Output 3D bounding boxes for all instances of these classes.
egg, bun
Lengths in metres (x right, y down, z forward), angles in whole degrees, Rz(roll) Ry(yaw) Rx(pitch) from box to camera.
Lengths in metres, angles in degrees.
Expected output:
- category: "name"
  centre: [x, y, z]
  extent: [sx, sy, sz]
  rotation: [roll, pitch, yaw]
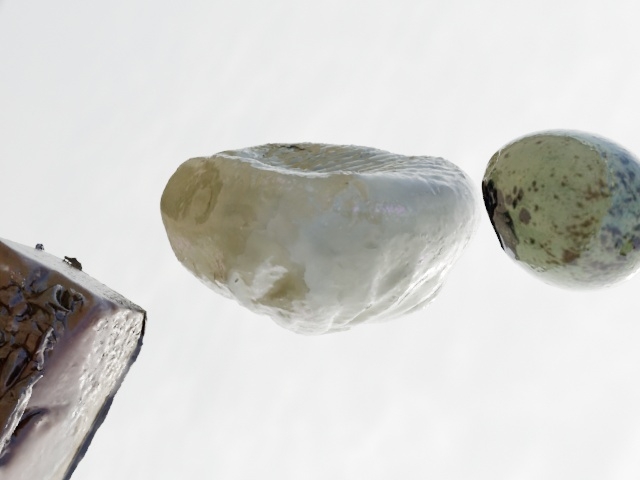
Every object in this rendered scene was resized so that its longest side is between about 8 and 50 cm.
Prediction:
- category: "egg"
  centre: [0.132, -0.018, 0.840]
  extent: [0.110, 0.085, 0.085]
  rotation: [31, -81, 35]
- category: "bun"
  centre: [0.000, 0.000, 1.132]
  extent: [0.231, 0.231, 0.133]
  rotation: [-131, -138, -75]

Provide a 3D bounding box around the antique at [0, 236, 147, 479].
- category: "antique"
  centre: [-0.214, 0.148, 0.885]
  extent: [0.310, 0.087, 0.093]
  rotation: [-60, 156, 0]
